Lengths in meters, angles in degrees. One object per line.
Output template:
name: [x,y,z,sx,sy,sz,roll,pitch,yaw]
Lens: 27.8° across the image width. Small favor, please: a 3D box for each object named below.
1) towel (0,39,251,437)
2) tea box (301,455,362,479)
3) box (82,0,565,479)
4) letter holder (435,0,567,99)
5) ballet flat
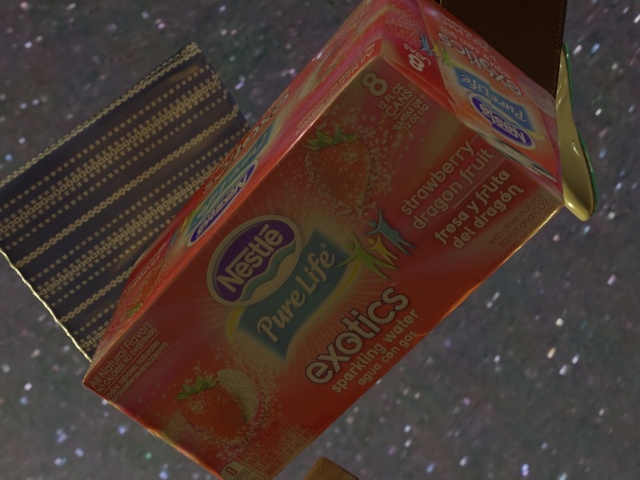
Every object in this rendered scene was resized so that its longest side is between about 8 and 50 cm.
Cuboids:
towel: [-0.132,0.012,1.181,0.040,0.243,0.336,41,-15,50]
tea box: [0.037,0.402,0.951,0.323,0.329,0.220,31,-23,18]
box: [0.000,0.000,0.823,0.142,0.154,0.300,37,-61,-14]
letter holder: [0.158,-0.276,1.432,0.214,0.152,0.301,5,-73,2]
ballet flat: [0.279,-0.136,1.593,0.086,0.086,0.248,-29,-124,41]
